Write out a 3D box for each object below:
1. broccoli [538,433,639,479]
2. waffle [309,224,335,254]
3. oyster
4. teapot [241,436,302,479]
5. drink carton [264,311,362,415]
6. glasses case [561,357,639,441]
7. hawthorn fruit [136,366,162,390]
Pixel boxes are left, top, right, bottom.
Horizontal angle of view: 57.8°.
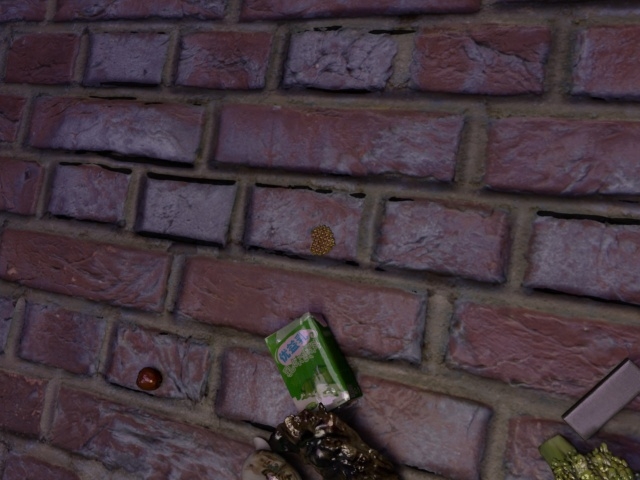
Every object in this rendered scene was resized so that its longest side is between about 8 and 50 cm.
[{"bbox_3d":[0.573,0.541,1.265,0.243,0.263,0.247,57,138,48],"label":"broccoli"},{"bbox_3d":[0.002,-0.002,1.661,0.078,0.016,0.085,-13,78,15],"label":"waffle"},{"bbox_3d":[0.039,0.574,1.470,0.361,0.096,0.221,43,132,-4],"label":"oyster"},{"bbox_3d":[-0.107,0.647,1.531,0.298,0.139,0.204,32,133,27],"label":"teapot"},{"bbox_3d":[-0.016,0.343,1.564,0.161,0.108,0.271,-33,72,14],"label":"drink carton"},{"bbox_3d":[0.653,0.363,1.328,0.205,0.047,0.071,-47,73,9],"label":"glasses case"},{"bbox_3d":[-0.524,0.424,1.777,0.077,0.077,0.077,-3,81,21],"label":"hawthorn fruit"}]
